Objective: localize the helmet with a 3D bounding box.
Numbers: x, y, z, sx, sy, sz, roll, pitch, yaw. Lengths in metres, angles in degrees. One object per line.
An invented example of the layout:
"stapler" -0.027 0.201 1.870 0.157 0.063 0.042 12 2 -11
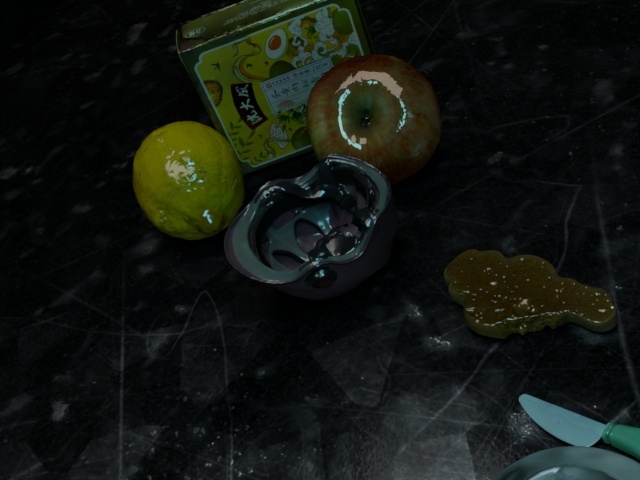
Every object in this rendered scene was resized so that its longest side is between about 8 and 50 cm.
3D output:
"helmet" 0.000 0.000 1.647 0.338 0.197 0.271 -34 50 -3

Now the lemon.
"lemon" -0.293 -0.131 1.881 0.245 0.245 0.319 -26 51 -4

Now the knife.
"knife" 0.414 0.293 1.286 0.260 0.034 0.063 11 56 40

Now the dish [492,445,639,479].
"dish" 0.342 0.400 1.127 0.324 0.124 0.324 -13 42 12

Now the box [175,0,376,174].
"box" -0.071 -0.382 1.946 0.420 0.373 0.138 -19 43 5

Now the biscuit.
"biscuit" 0.364 0.102 1.492 0.320 0.047 0.183 5 51 28

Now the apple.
"apple" 0.116 -0.255 1.821 0.302 0.301 0.301 -13 42 12
